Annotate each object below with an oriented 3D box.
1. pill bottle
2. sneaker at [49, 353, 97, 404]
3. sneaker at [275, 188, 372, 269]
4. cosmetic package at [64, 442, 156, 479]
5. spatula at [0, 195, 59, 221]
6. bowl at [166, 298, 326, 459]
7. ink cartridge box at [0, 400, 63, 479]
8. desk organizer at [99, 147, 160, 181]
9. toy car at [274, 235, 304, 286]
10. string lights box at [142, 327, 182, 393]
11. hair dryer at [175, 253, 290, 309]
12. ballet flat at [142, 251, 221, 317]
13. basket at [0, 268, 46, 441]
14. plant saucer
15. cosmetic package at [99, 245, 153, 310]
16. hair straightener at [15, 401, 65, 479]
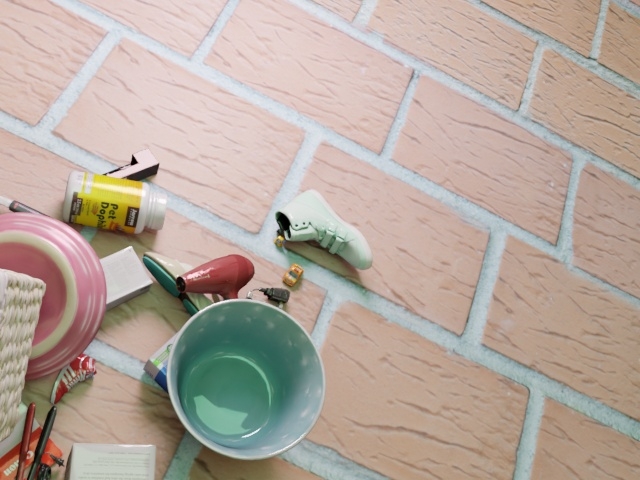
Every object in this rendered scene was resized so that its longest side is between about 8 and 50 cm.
[{"bbox_3d":[-0.453,-0.081,1.684,0.215,0.117,0.117,9,61,-17],"label":"pill bottle"},{"bbox_3d":[-0.492,0.281,1.526,0.067,0.042,0.118,21,56,-7],"label":"sneaker"},{"bbox_3d":[0.000,0.000,1.833,0.151,0.094,0.256,-31,69,-37],"label":"sneaker"},{"bbox_3d":[-0.387,0.558,1.333,0.155,0.197,0.365,7,64,-19],"label":"cosmetic package"},{"bbox_3d":[-0.692,-0.084,1.644,0.297,0.030,0.084,26,59,-8],"label":"spatula"},{"bbox_3d":[-0.160,0.287,1.489,0.312,0.163,0.311,10,61,-18],"label":"bowl"},{"bbox_3d":[-0.599,0.382,1.431,0.179,0.045,0.145,44,58,8],"label":"ink cartridge box"},{"bbox_3d":[-0.447,-0.165,1.774,0.130,0.047,0.050,-27,74,-31],"label":"desk organizer"},{"bbox_3d":[-0.084,0.047,1.809,0.060,0.040,0.122,-32,79,-31],"label":"toy car"},{"bbox_3d":[-0.229,0.307,1.595,0.260,0.076,0.133,43,56,3],"label":"string lights box"},{"bbox_3d":[-0.180,0.133,1.646,0.294,0.080,0.223,31,44,-25],"label":"hair dryer"},{"bbox_3d":[-0.287,0.107,1.675,0.086,0.086,0.248,-41,92,-33],"label":"ballet flat"},{"bbox_3d":[-0.676,0.178,1.283,0.332,0.266,0.328,11,87,2],"label":"basket"},{"bbox_3d":[-0.589,0.108,1.472,0.333,0.084,0.331,0,86,-6],"label":"plant saucer"},{"bbox_3d":[-0.487,0.108,1.606,0.239,0.060,0.098,-26,80,-30],"label":"cosmetic package"},{"bbox_3d":[-0.522,0.423,1.422,0.089,0.047,0.230,15,65,-27],"label":"hair straightener"}]
